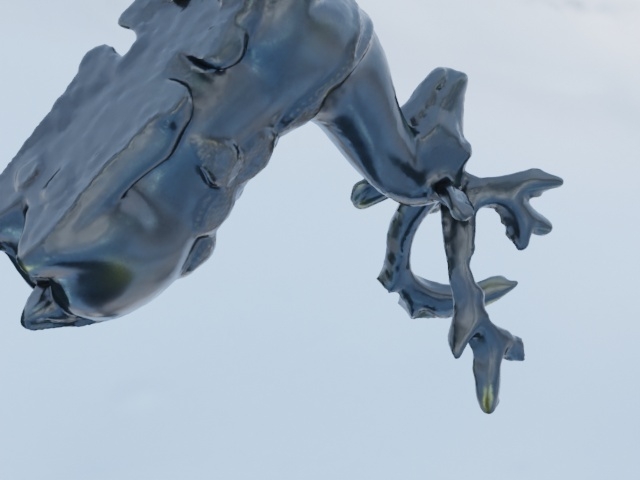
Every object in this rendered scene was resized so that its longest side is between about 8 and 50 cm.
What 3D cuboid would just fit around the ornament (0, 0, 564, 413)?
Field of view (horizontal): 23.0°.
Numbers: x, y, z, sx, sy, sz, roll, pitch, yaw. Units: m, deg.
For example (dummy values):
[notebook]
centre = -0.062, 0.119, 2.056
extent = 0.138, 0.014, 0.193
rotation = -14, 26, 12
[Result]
[ornament]
centre = 0.000, 0.000, 0.648
extent = 0.202, 0.080, 0.236
rotation = -52, 129, -8
